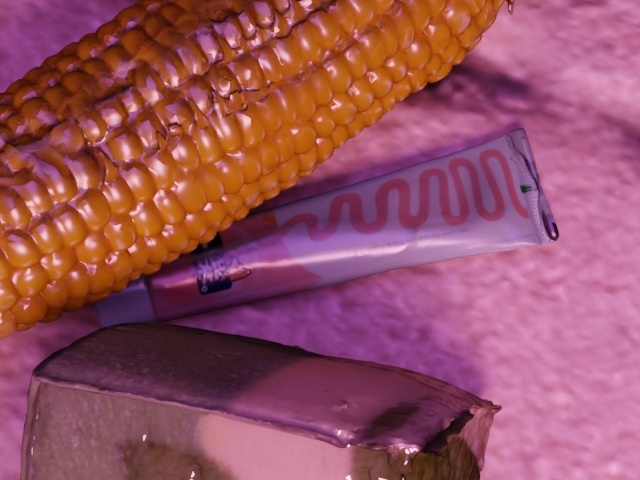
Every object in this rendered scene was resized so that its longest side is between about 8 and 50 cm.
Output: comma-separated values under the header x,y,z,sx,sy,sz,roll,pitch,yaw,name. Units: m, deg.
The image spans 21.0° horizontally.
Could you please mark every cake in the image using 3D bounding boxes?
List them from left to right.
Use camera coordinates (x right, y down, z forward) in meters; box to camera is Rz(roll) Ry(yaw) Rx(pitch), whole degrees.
x,y,z,sx,sy,sz,roll,pitch,yaw,name
-0.025,0.169,0.714,0.158,0.172,0.283,11,108,14,cake

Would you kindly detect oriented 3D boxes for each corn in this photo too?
x,y,z,sx,sy,sz,roll,pitch,yaw,name
-0.035,-0.070,0.736,0.318,0.115,0.115,-39,75,-16,corn

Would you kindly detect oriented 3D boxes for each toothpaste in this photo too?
x,y,z,sx,sy,sz,roll,pitch,yaw,name
0.000,0.000,0.768,0.205,0.036,0.056,-14,72,-4,toothpaste
